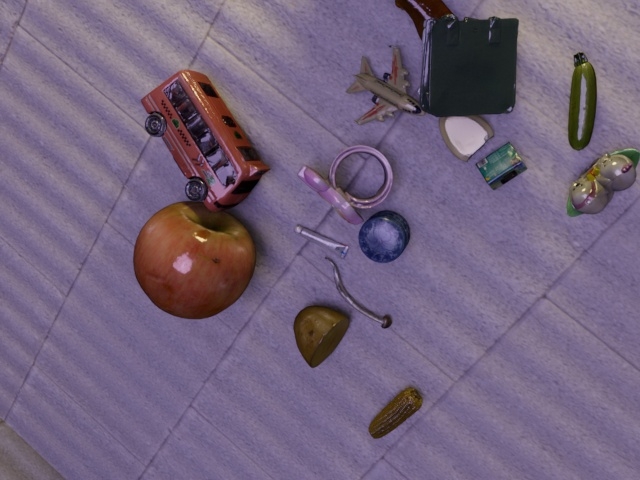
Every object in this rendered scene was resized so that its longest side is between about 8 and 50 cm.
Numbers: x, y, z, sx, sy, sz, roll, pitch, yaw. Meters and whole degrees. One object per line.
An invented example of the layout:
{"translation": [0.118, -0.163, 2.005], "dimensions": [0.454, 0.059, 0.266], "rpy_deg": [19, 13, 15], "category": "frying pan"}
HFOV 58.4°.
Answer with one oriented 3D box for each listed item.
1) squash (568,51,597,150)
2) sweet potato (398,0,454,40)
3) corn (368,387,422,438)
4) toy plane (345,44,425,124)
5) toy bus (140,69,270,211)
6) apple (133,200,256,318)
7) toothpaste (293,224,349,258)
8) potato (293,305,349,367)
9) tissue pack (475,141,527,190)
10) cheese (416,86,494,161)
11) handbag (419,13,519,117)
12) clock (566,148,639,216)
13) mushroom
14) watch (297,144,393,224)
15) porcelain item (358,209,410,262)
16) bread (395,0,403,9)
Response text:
{"translation": [0.691, -0.364, 1.508], "dimensions": [0.066, 0.066, 0.252], "rpy_deg": [3, 105, 19], "category": "squash"}
{"translation": [0.315, -0.589, 1.565], "dimensions": [0.112, 0.112, 0.359], "rpy_deg": [-36, 99, 24], "category": "sweet potato"}
{"translation": [0.245, 0.575, 1.904], "dimensions": [0.080, 0.080, 0.231], "rpy_deg": [45, 116, 5], "category": "corn"}
{"translation": [0.197, -0.424, 1.651], "dimensions": [0.256, 0.104, 0.242], "rpy_deg": [33, 110, 14], "category": "toy plane"}
{"translation": [-0.363, -0.316, 1.832], "dimensions": [0.233, 0.203, 0.427], "rpy_deg": [-33, 88, 19], "category": "toy bus"}
{"translation": [-0.411, 0.064, 1.848], "dimensions": [0.391, 0.391, 0.347], "rpy_deg": [35, 113, 9], "category": "apple"}
{"translation": [0.000, 0.000, 1.872], "dimensions": [0.190, 0.031, 0.048], "rpy_deg": [27, 108, 8], "category": "toothpaste"}
{"translation": [-0.019, 0.294, 1.888], "dimensions": [0.158, 0.178, 0.204], "rpy_deg": [35, 128, 26], "category": "potato"}
{"translation": [0.512, -0.204, 1.612], "dimensions": [0.111, 0.079, 0.085], "rpy_deg": [-35, 55, 22], "category": "tissue pack"}
{"translation": [0.370, -0.349, 1.637], "dimensions": [0.251, 0.054, 0.127], "rpy_deg": [46, 109, 5], "category": "cheese"}
{"translation": [0.395, -0.462, 1.520], "dimensions": [0.247, 0.079, 0.260], "rpy_deg": [-4, 111, -7], "category": "handbag"}
{"translation": [0.739, -0.149, 1.503], "dimensions": [0.103, 0.144, 0.231], "rpy_deg": [42, 114, 7], "category": "clock"}
{"translation": [0.109, 0.180, 1.875], "dimensions": [0.306, 0.043, 0.068], "rpy_deg": [43, 96, 7], "category": "mushroom"}
{"translation": [0.090, -0.195, 1.724], "dimensions": [0.248, 0.211, 0.217], "rpy_deg": [44, 96, -3], "category": "watch"}
{"translation": [0.195, -0.012, 1.751], "dimensions": [0.147, 0.114, 0.147], "rpy_deg": [5, 106, 19], "category": "porcelain item"}
{"translation": [0.244, -0.723, 1.591], "dimensions": [0.052, 0.044, 0.157], "rpy_deg": [17, 108, 21], "category": "bread"}
